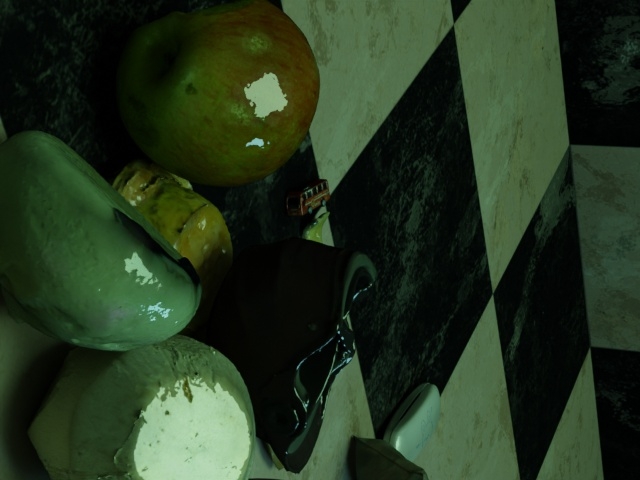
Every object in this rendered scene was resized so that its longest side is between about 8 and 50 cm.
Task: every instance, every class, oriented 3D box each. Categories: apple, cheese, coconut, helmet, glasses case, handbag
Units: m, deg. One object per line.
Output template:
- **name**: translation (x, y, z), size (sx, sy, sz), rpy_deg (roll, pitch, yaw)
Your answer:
- **apple**: translation (-0.130, -0.191, 1.703), size (0.226, 0.246, 0.246), rpy_deg (20, 75, -41)
- **cheese**: translation (-0.001, 0.001, 2.240), size (0.060, 0.041, 0.084), rpy_deg (-43, 117, -65)
- **coconut**: translation (-0.211, 0.220, 1.619), size (0.245, 0.247, 0.245), rpy_deg (-1, 92, -36)
- **helmet**: translation (-0.056, 0.130, 1.747), size (0.225, 0.177, 0.305), rpy_deg (-49, 159, -69)
- **glasses case**: translation (0.175, 0.353, 2.648), size (0.233, 0.059, 0.092), rpy_deg (-42, 130, -57)
- **handbag**: translation (0.134, 0.464, 2.475), size (0.117, 0.182, 0.270), rpy_deg (-34, 133, -24)

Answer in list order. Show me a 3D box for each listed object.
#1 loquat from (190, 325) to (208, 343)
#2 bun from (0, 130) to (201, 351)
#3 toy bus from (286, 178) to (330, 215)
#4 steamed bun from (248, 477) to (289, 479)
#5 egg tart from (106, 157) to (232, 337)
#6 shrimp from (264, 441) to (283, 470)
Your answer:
- **loquat**: translation (-0.120, 0.155, 1.898), size (0.141, 0.141, 0.141), rpy_deg (5, 90, -65)
- **bun**: translation (-0.267, 0.024, 1.482), size (0.179, 0.283, 0.283), rpy_deg (-47, 148, -1)
- **toy bus**: translation (-0.019, -0.068, 2.200), size (0.110, 0.031, 0.043), rpy_deg (-32, 120, -62)
- **steamed bun**: translation (-0.076, 0.431, 1.829), size (0.309, 0.309, 0.309), rpy_deg (5, 90, -65)
- **egg tart**: translation (-0.194, 0.033, 1.757), size (0.288, 0.118, 0.288), rpy_deg (5, 90, -69)
- **shrimp**: translation (-0.045, 0.216, 2.150), size (0.185, 0.068, 0.287), rpy_deg (17, 81, -63)
